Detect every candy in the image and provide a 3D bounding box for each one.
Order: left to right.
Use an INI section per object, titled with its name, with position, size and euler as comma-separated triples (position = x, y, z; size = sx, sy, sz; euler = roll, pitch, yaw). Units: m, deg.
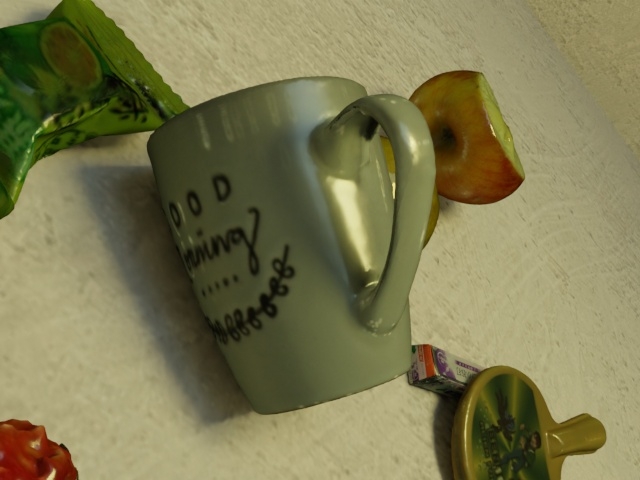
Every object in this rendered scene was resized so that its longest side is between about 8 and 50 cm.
[candy]
position = -0.205, -0.109, 0.527
size = 0.149, 0.069, 0.246
euler = 52, 38, -4

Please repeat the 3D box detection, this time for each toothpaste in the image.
[toothpaste]
position = 0.174, 0.165, 0.856
size = 0.196, 0.040, 0.047
euler = 27, 48, -42

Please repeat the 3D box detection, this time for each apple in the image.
[apple]
position = 0.201, -0.141, 1.015
size = 0.173, 0.160, 0.195
euler = -14, 85, -49

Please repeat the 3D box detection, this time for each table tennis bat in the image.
[table tennis bat]
position = 0.256, 0.249, 0.865
size = 0.320, 0.050, 0.198
euler = 6, 73, -44

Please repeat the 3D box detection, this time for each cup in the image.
[cup]
position = 0.000, 0.000, 0.554
size = 0.186, 0.258, 0.234
euler = -12, 81, -37

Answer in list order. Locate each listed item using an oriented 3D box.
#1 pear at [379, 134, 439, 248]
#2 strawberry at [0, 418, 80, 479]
[pear]
position = 0.047, -0.037, 0.742
size = 0.162, 0.149, 0.149
euler = -20, 82, -53
[strawberry]
position = -0.191, 0.151, 0.272
size = 0.106, 0.175, 0.236
euler = 39, 15, 3
